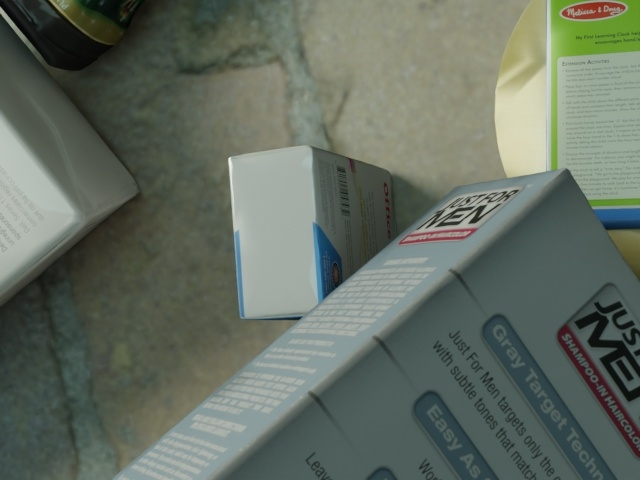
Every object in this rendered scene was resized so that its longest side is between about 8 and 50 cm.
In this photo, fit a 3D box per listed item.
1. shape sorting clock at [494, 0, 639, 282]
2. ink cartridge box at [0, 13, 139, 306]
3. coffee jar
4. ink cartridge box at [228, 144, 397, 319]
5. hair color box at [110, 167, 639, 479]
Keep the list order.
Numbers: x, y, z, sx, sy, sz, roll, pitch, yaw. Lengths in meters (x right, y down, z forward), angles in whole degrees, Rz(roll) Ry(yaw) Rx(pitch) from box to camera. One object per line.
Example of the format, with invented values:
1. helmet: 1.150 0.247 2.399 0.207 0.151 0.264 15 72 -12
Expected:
1. shape sorting clock: 0.195 -0.076 0.740 0.206 0.040 0.206 -2 86 24
2. ink cartridge box: -0.317 0.004 0.852 0.353 0.119 0.207 -37 94 14
3. coffee jar: -0.121 -0.193 0.841 0.184 0.079 0.096 -42 81 12
4. ink cartridge box: 0.000 0.000 0.764 0.052 0.122 0.089 -7 84 23
5. hair color box: 0.010 0.152 0.632 0.374 0.113 0.185 -39 102 -18
